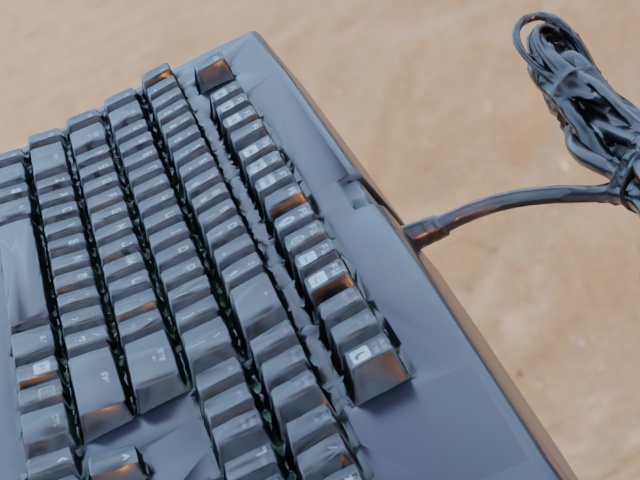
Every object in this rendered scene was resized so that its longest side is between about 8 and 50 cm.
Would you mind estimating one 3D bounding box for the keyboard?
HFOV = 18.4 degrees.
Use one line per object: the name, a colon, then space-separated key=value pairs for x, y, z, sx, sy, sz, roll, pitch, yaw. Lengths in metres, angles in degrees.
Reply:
keyboard: x=0.000 y=0.000 z=0.462 sx=0.201 sy=0.033 sz=0.317 roll=-22 pitch=23 yaw=-3
